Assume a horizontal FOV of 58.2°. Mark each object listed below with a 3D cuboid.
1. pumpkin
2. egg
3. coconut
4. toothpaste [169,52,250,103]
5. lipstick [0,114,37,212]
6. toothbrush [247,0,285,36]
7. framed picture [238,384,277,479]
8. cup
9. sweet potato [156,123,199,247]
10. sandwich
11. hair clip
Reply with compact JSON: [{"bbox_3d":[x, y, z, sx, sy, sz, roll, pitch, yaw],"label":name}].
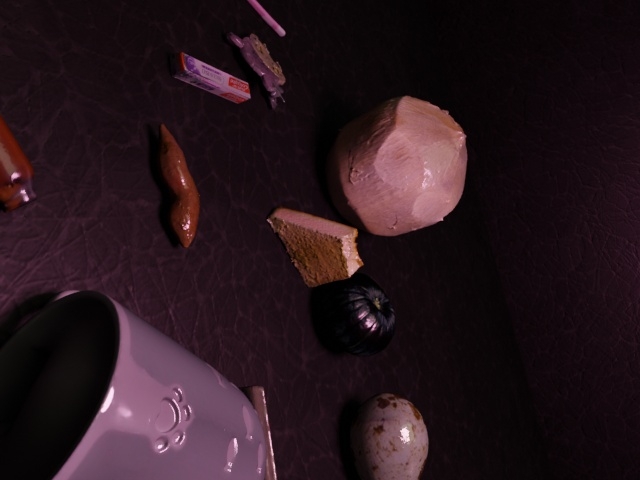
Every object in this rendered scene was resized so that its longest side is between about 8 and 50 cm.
[{"bbox_3d":[0.082,0.169,1.302,0.202,0.140,0.201,38,33,-30],"label":"pumpkin"},{"bbox_3d":[0.147,0.446,1.236,0.169,0.169,0.230,14,72,-56],"label":"egg"},{"bbox_3d":[0.215,-0.189,1.484,0.346,0.361,0.345,30,51,-47],"label":"coconut"},{"bbox_3d":[-0.218,-0.325,1.155,0.196,0.040,0.047,7,71,-58],"label":"toothpaste"},{"bbox_3d":[-0.458,-0.226,0.667,0.418,0.077,0.077,66,31,-15],"label":"lipstick"},{"bbox_3d":[-0.176,-0.586,1.378,0.286,0.020,0.025,36,54,-45],"label":"toothbrush"},{"bbox_3d":[-0.103,0.372,0.818,0.021,0.240,0.323,-5,78,-26],"label":"framed picture"},{"bbox_3d":[-0.237,0.208,0.684,0.274,0.259,0.356,48,7,-38],"label":"cup"},{"bbox_3d":[-0.242,-0.094,0.981,0.065,0.051,0.218,-1,77,-57],"label":"sweet potato"},{"bbox_3d":[0.000,0.000,1.227,0.192,0.163,0.058,59,35,-20],"label":"sandwich"},{"bbox_3d":[-0.131,-0.396,1.322,0.187,0.056,0.146,63,24,-11],"label":"hair clip"}]
